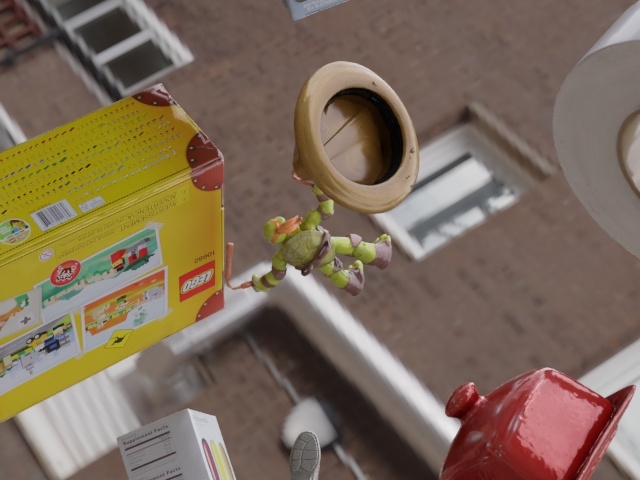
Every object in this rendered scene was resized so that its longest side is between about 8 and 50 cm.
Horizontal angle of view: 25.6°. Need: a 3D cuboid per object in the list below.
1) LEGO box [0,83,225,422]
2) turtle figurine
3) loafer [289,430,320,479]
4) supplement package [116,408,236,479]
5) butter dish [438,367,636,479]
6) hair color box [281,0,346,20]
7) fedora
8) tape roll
[{"bbox_3d":[-0.397,0.038,2.119,0.193,0.500,0.372,48,-28,30],"label":"LEGO box"},{"bbox_3d":[0.000,0.000,2.082,0.217,0.269,0.087,20,24,-33],"label":"turtle figurine"},{"bbox_3d":[-0.022,0.342,2.066,0.039,0.045,0.125,51,40,-81],"label":"loafer"},{"bbox_3d":[-0.213,0.412,2.277,0.139,0.134,0.244,37,31,-71],"label":"supplement package"},{"bbox_3d":[0.152,0.163,1.146,0.118,0.160,0.160,43,-38,0],"label":"butter dish"},{"bbox_3d":[-0.026,-0.506,2.191,0.374,0.185,0.113,-118,-169,-45],"label":"hair color box"},{"bbox_3d":[0.027,-0.110,1.618,0.079,0.194,0.194,-23,-82,45],"label":"fedora"},{"bbox_3d":[0.358,-0.090,1.283,0.286,0.100,0.286,30,-34,23],"label":"tape roll"}]
